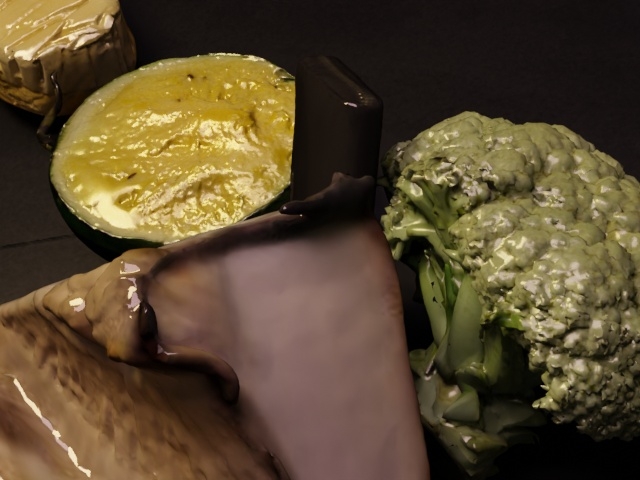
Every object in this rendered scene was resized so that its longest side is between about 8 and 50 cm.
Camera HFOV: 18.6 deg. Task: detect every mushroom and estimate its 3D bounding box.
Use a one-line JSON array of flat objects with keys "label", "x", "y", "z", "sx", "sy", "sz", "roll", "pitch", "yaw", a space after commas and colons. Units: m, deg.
[{"label": "mushroom", "x": -0.121, "y": 0.150, "z": 1.320, "sx": 0.224, "sy": 0.314, "sz": 0.397, "roll": -17, "pitch": 3, "yaw": -43}]

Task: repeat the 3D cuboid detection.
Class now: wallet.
[{"label": "wallet", "x": 0.000, "y": 0.000, "z": 1.379, "sx": 0.044, "sy": 0.250, "sz": 0.149, "roll": 0, "pitch": 20, "yaw": -14}]

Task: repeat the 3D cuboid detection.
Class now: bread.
[{"label": "bread", "x": -0.253, "y": -0.198, "z": 1.728, "sx": 0.140, "sy": 0.106, "sz": 0.236, "roll": -30, "pitch": 47, "yaw": -12}]

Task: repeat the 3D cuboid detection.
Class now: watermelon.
[{"label": "watermelon", "x": -0.104, "y": -0.046, "z": 1.527, "sx": 0.232, "sy": 0.127, "sz": 0.204, "roll": -6, "pitch": 48, "yaw": 10}]

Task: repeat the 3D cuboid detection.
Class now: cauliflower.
[{"label": "cauliflower", "x": 0.129, "y": 0.047, "z": 1.329, "sx": 0.272, "sy": 0.275, "sz": 0.250, "roll": 35, "pitch": 98, "yaw": 20}]
